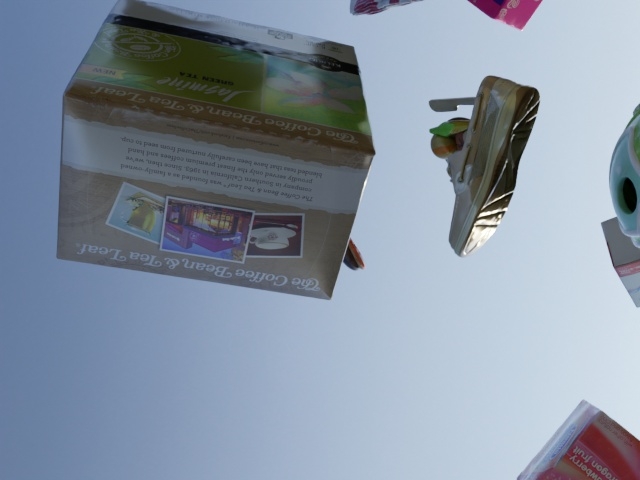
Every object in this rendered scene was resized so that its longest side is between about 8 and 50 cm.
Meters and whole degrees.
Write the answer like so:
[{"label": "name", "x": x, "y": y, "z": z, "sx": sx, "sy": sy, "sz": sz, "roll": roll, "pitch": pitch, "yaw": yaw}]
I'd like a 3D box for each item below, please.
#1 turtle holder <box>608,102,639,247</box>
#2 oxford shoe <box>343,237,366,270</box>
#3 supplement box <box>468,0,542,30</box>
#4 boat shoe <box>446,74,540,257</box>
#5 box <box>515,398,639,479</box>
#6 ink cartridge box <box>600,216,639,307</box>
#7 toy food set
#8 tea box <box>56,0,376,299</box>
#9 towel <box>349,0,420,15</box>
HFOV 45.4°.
[{"label": "turtle holder", "x": 0.549, "y": -0.109, "z": 1.088, "sx": 0.243, "sy": 0.320, "sz": 0.227, "roll": 34, "pitch": -139, "yaw": 11}, {"label": "oxford shoe", "x": 0.000, "y": 0.000, "z": 1.676, "sx": 0.098, "sy": 0.271, "sz": 0.097, "roll": -40, "pitch": -45, "yaw": -8}, {"label": "supplement box", "x": 0.293, "y": -0.486, "z": 1.370, "sx": 0.114, "sy": 0.111, "sz": 0.220, "roll": -2, "pitch": -138, "yaw": -49}, {"label": "boat shoe", "x": 0.264, "y": -0.119, "z": 1.266, "sx": 0.109, "sy": 0.098, "sz": 0.302, "roll": -12, "pitch": -56, "yaw": -49}, {"label": "box", "x": 0.409, "y": 0.355, "z": 0.945, "sx": 0.300, "sy": 0.154, "sz": 0.142, "roll": 40, "pitch": -178, "yaw": 11}, {"label": "ink cartridge box", "x": 0.671, "y": 0.044, "z": 1.634, "sx": 0.175, "sy": 0.072, "sz": 0.127, "roll": 46, "pitch": -147, "yaw": -40}, {"label": "toy food set", "x": 0.251, "y": -0.156, "z": 1.346, "sx": 0.039, "sy": 0.132, "sz": 0.192, "roll": -35, "pitch": -66, "yaw": -32}, {"label": "tea box", "x": -0.125, "y": -0.123, "z": 0.960, "sx": 0.329, "sy": 0.219, "sz": 0.323, "roll": 9, "pitch": -145, "yaw": -10}, {"label": "towel", "x": 0.112, "y": -0.493, "z": 1.218, "sx": 0.037, "sy": 0.329, "sz": 0.236, "roll": -6, "pitch": -78, "yaw": -20}]
